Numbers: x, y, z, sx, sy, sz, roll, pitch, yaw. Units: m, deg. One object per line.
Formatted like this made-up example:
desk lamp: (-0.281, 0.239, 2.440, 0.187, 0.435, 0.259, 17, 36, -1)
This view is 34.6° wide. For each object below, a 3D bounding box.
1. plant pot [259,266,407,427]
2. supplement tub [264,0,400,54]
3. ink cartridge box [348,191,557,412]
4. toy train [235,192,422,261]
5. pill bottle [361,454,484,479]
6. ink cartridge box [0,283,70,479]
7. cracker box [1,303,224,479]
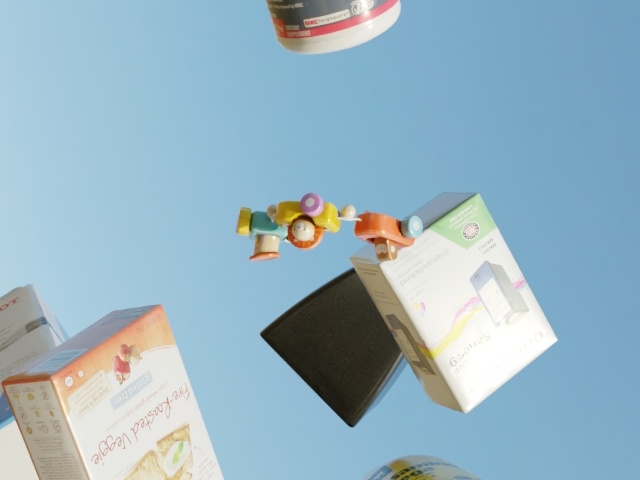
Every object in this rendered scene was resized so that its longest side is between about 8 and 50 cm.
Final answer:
plant pot: (0.056, 0.134, 1.497, 0.188, 0.187, 0.167, 46, -77, 9)
supplement tub: (-0.004, -0.419, 1.452, 0.191, 0.191, 0.272, 19, -46, 50)
ink cartridge box: (0.157, 0.071, 1.209, 0.212, 0.154, 0.093, 61, -18, -15)
toy train: (0.000, 0.000, 0.906, 0.166, 0.125, 0.046, -7, -109, 42)
pill bottle: (0.142, 0.375, 1.302, 0.334, 0.188, 0.188, 164, -96, -78)
ink cartridge box: (-0.428, 0.218, 1.372, 0.129, 0.223, 0.307, 63, -10, -31)
cracker box: (-0.173, 0.194, 0.926, 0.067, 0.156, 0.232, -9, -74, 31)
